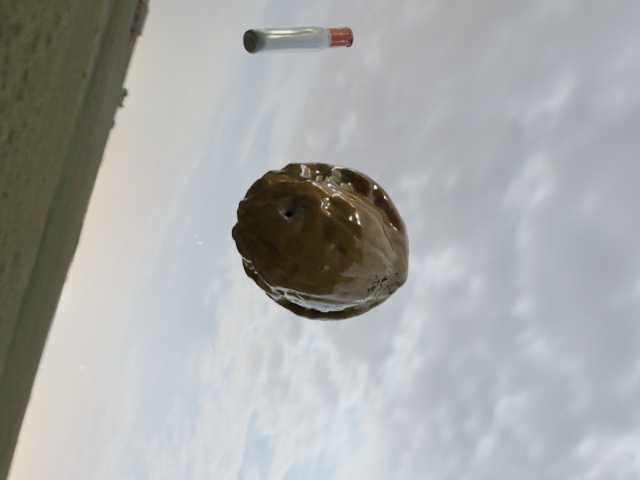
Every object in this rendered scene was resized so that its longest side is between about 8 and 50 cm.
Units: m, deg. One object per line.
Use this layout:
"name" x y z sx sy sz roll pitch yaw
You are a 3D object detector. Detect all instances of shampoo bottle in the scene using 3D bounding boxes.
"shampoo bottle" -0.039 -0.405 1.316 0.108 0.221 0.051 -146 -130 -60

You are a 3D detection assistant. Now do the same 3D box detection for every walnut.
"walnut" 0.000 0.000 0.821 0.198 0.245 0.198 -45 149 -38
